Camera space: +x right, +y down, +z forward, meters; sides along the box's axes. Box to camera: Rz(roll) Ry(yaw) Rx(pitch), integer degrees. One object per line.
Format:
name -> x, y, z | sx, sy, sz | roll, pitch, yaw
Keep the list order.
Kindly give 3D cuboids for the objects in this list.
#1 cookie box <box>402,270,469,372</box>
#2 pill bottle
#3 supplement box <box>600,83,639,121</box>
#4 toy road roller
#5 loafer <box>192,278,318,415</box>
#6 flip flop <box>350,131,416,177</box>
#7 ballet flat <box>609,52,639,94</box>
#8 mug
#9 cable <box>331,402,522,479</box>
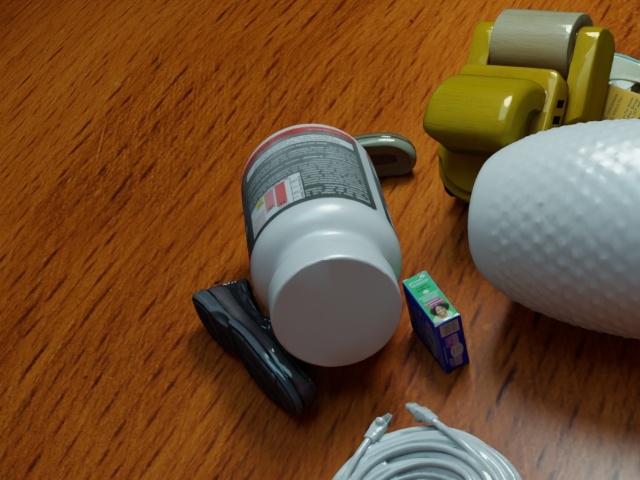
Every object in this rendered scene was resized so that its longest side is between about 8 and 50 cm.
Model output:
cookie box -> 0.154, 0.109, 1.543 | 0.040, 0.092, 0.107 | -23, 39, -10
pill bottle -> 0.000, 0.000, 1.613 | 0.210, 0.210, 0.363 | -18, 31, 4
supplement box -> 0.448, -0.195, 1.758 | 0.233, 0.080, 0.078 | 31, 101, 47
toy road roller -> 0.278, -0.205, 1.675 | 0.202, 0.240, 0.330 | 10, 80, 33
loafer -> -0.079, 0.133, 1.613 | 0.095, 0.109, 0.302 | -30, 37, -18
flip flop -> 0.019, -0.110, 1.863 | 0.277, 0.112, 0.080 | -5, 56, 11
ballet flat -> 0.519, -0.230, 1.794 | 0.248, 0.086, 0.086 | 25, 57, 41
mug -> 0.394, -0.027, 1.489 | 0.328, 0.276, 0.374 | 6, 15, 32
cable -> 0.114, 0.330, 1.306 | 0.257, 0.089, 0.257 | 24, 57, 41
